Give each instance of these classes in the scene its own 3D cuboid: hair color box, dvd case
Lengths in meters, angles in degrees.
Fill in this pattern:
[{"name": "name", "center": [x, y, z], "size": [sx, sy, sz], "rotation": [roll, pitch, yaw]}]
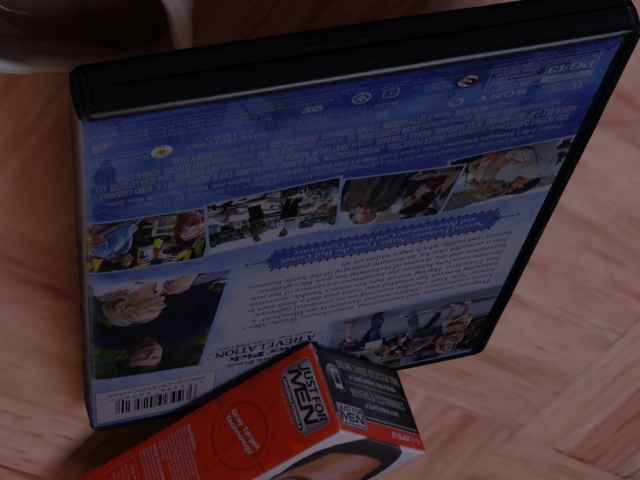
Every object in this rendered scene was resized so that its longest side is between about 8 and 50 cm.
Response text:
[{"name": "hair color box", "center": [-0.034, 0.100, 0.676], "size": [0.141, 0.043, 0.072], "rotation": [-33, 150, 23]}, {"name": "dvd case", "center": [0.000, 0.000, 0.579], "size": [0.180, 0.022, 0.253], "rotation": [-11, 154, -13]}]

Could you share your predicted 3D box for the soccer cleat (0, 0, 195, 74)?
[{"name": "soccer cleat", "center": [-0.125, -0.092, 0.460], "size": [0.196, 0.076, 0.068], "rotation": [10, 127, -28]}]
